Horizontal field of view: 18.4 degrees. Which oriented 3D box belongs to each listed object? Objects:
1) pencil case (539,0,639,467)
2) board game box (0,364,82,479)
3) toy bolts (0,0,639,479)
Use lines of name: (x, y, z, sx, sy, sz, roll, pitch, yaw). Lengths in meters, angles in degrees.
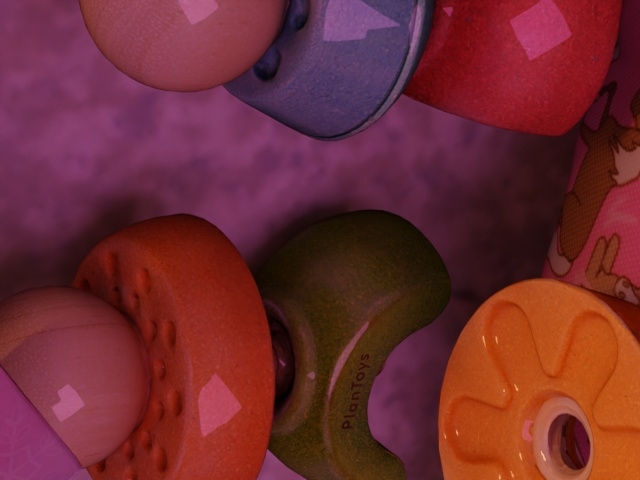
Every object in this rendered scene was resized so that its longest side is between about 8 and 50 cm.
pencil case: (0.145, 0.001, 0.674, 0.167, 0.160, 0.386, -1, 118, -34)
board game box: (-0.250, 0.056, 0.432, 0.318, 0.066, 0.318, -40, 139, -10)
toy bolts: (0.000, 0.000, 0.592, 0.158, 0.218, 0.229, -2, 110, -37)
